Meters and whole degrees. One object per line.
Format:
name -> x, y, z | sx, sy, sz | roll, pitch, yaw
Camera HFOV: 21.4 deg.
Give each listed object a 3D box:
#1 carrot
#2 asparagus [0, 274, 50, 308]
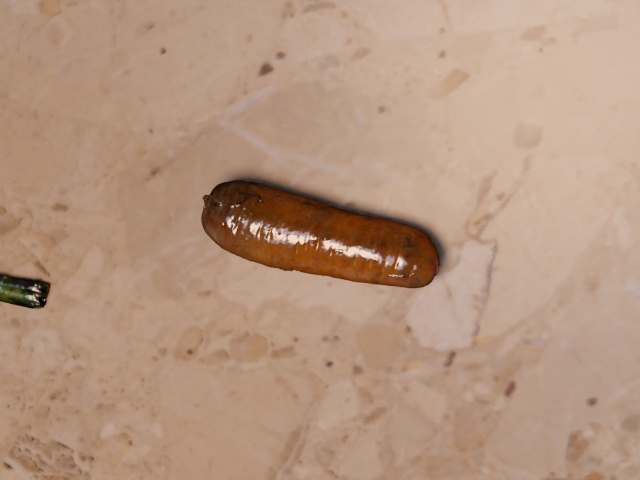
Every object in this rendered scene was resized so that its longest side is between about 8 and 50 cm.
carrot -> 0.000, 0.000, 1.273 | 0.186, 0.060, 0.060 | 16, 105, 8
asparagus -> -0.332, 0.023, 1.389 | 0.232, 0.023, 0.022 | 12, 59, 13
